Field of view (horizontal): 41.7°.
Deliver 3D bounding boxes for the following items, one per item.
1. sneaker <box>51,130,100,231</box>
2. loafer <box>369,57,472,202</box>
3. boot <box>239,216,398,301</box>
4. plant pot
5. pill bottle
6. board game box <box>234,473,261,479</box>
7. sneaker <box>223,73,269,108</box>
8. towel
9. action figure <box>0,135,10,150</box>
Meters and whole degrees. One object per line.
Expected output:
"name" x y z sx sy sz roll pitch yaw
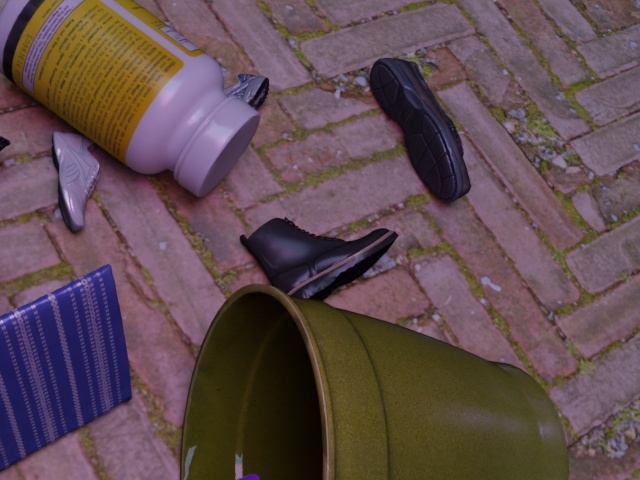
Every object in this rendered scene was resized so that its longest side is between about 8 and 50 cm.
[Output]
"sneaker" -0.324 -0.083 1.130 0.061 0.053 0.152 -3 64 -23
"loafer" 0.175 -0.185 1.327 0.084 0.096 0.267 -16 68 -31
"boot" 0.000 0.000 1.186 0.198 0.077 0.137 -30 71 -30
"plant pot" 0.070 0.249 0.947 0.353 0.366 0.366 9 61 -28
"pill bottle" -0.256 -0.211 1.138 0.334 0.188 0.188 36 59 3
"board game box" -0.196 0.430 0.579 0.356 0.356 0.356 -10 67 -40
"sneaker" -0.131 -0.197 1.259 0.058 0.052 0.135 24 63 18
"towel" -0.362 0.172 0.886 0.336 0.243 0.040 -27 55 -28
"action figure" -0.534 -0.177 1.060 0.276 0.141 0.164 37 70 1
